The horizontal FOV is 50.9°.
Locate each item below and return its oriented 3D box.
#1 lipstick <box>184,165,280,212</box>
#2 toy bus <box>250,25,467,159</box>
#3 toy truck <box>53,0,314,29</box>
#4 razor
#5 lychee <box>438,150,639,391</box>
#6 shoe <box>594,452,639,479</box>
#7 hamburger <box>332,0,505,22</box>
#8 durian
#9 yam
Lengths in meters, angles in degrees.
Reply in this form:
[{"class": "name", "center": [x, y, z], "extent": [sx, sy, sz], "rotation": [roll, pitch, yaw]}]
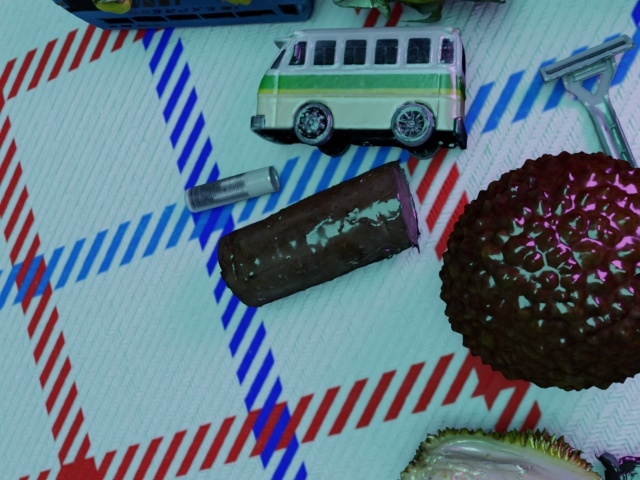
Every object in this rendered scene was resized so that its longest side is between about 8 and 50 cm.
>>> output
[{"class": "lipstick", "center": [-0.131, -0.074, 0.988], "extent": [0.141, 0.040, 0.040], "rotation": [-13, 84, 15]}, {"class": "toy bus", "center": [0.057, -0.198, 0.894], "extent": [0.276, 0.133, 0.165], "rotation": [4, 89, 15]}, {"class": "toy truck", "center": [-0.186, -0.395, 0.958], "extent": [0.385, 0.162, 0.161], "rotation": [1, 87, 15]}, {"class": "razor", "center": [0.376, -0.107, 0.845], "extent": [0.111, 0.056, 0.278], "rotation": [-20, 89, 15]}, {"class": "lychee", "center": [0.277, 0.036, 0.750], "extent": [0.304, 0.275, 0.276], "rotation": [9, 89, -28]}, {"class": "shoe", "center": [0.372, 0.297, 0.813], "extent": [0.169, 0.071, 0.099], "rotation": [-35, 76, 7]}, {"class": "hamburger", "center": [0.119, -0.374, 0.870], "extent": [0.276, 0.150, 0.260], "rotation": [40, 56, 3]}, {"class": "durian", "center": [0.212, 0.320, 0.819], "extent": [0.249, 0.138, 0.183], "rotation": [-5, 86, 18]}, {"class": "yam", "center": [-0.001, -0.001, 0.905], "extent": [0.279, 0.131, 0.131], "rotation": [-22, 81, 14]}]
